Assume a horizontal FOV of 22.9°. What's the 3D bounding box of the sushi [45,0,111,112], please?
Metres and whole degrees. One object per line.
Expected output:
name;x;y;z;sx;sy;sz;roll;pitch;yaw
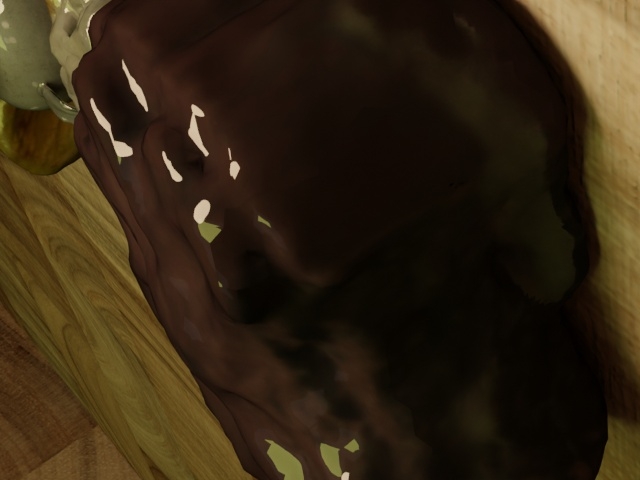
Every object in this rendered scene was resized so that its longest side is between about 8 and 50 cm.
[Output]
sushi;-0.150;-0.205;1.063;0.124;0.130;0.332;26;146;60

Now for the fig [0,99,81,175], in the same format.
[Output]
fig;-0.281;-0.149;1.572;0.165;0.144;0.154;110;161;-61

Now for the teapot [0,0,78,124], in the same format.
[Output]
teapot;-0.258;-0.211;1.385;0.294;0.129;0.193;46;162;23

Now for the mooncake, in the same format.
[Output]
mooncake;0.000;0.000;0.928;0.350;0.212;0.381;40;157;60
